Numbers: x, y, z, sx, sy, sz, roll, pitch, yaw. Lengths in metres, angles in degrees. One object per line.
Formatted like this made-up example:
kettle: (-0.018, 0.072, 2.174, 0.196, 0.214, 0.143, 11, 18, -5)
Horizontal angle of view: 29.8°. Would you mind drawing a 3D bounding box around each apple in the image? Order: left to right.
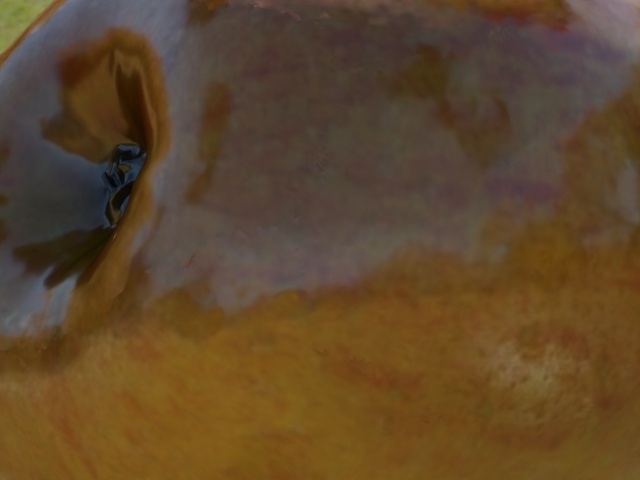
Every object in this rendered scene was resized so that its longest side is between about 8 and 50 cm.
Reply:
apple: (0.000, 0.000, 0.482, 0.275, 0.299, 0.299, 9, 14, -36)
